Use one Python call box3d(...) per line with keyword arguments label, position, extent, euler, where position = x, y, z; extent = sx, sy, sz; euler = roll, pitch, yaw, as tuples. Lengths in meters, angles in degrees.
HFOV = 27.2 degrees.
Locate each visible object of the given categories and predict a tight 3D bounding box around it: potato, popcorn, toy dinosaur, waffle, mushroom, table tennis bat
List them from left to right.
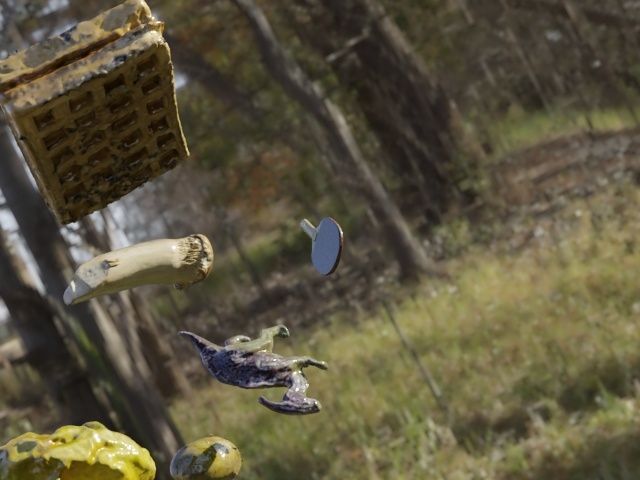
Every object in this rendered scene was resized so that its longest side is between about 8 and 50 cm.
box3d(label="popcorn", position=(-0.264, 0.281, 1.368), extent=(0.197, 0.155, 0.197), euler=(-8, -41, -7))
box3d(label="waffle", position=(-0.337, -0.189, 2.009), extent=(0.261, 0.114, 0.376), euler=(-32, -21, -13))
box3d(label="mushroom", position=(-0.238, 0.040, 1.719), extent=(0.209, 0.071, 0.084), euler=(-12, -11, -37))
box3d(label="potato", position=(-0.193, 0.380, 2.269), extent=(0.138, 0.091, 0.070), euler=(-8, -51, -52))
box3d(label="toy dinosaur", position=(-0.102, 0.211, 2.268), extent=(0.294, 0.077, 0.162), euler=(16, 27, 34))
box3d(label="table tennis bat", position=(0.000, 0.000, 2.110), extent=(0.013, 0.087, 0.156), euler=(8, 18, -24))
